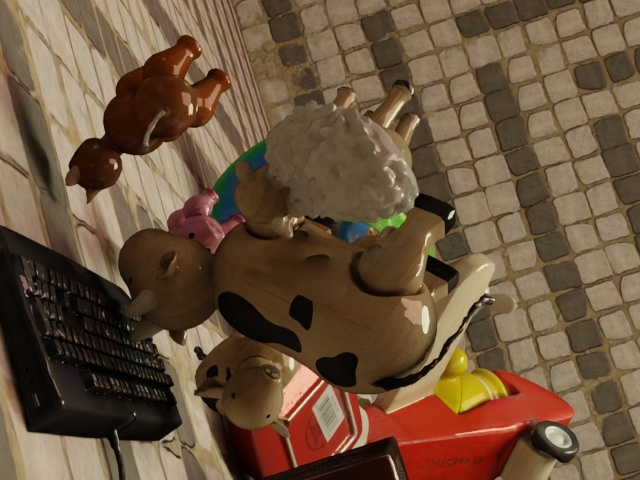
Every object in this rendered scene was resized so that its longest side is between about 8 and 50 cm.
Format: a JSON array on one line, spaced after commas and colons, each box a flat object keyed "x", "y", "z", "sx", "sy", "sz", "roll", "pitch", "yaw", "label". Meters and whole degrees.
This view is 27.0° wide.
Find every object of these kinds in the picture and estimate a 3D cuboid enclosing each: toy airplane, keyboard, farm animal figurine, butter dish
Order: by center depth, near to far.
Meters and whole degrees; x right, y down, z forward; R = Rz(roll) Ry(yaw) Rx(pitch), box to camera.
[{"x": -0.133, "y": 0.104, "z": 0.870, "sx": 0.317, "sy": 0.033, "sz": 0.202, "roll": 53, "pitch": 19, "yaw": -79, "label": "keyboard"}, {"x": -0.046, "y": 0.036, "z": 0.955, "sx": 0.172, "sy": 0.326, "sz": 0.330, "roll": -53, "pitch": 136, "yaw": -30, "label": "farm animal figurine"}, {"x": -0.045, "y": 0.180, "z": 1.374, "sx": 0.160, "sy": 0.118, "sz": 0.160, "roll": -45, "pitch": 134, "yaw": -37, "label": "butter dish"}, {"x": 0.099, "y": 0.215, "z": 1.666, "sx": 0.384, "sy": 0.386, "sz": 0.272, "roll": 56, "pitch": 4, "yaw": -45, "label": "toy airplane"}]

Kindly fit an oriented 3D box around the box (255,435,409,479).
[{"x": 0.010, "y": 0.279, "z": 1.158, "sx": 0.203, "sy": 0.167, "sz": 0.169, "roll": 50, "pitch": 22, "yaw": -83, "label": "box"}]

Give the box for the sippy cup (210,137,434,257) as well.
[{"x": 0.000, "y": 0.000, "z": 1.744, "sx": 0.224, "sy": 0.240, "sz": 0.305, "roll": 60, "pitch": 3, "yaw": -35, "label": "sippy cup"}]

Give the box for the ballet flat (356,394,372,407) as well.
[{"x": 0.018, "y": 0.255, "z": 1.929, "sx": 0.342, "sy": 0.124, "sz": 0.116, "roll": 70, "pitch": 4, "yaw": -46, "label": "ballet flat"}]
